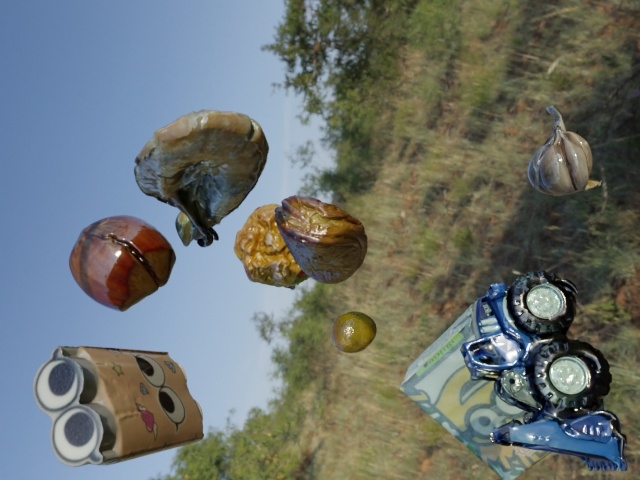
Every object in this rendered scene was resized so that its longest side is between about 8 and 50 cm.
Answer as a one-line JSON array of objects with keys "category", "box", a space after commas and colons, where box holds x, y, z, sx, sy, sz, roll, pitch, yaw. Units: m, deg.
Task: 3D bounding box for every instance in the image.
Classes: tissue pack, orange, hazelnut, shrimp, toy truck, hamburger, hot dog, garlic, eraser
[{"category": "tissue pack", "box": [0.359, 0.319, 1.227, 0.228, 0.311, 0.128, -50, -4, 23]}, {"category": "orange", "box": [0.068, 0.183, 1.179, 0.085, 0.095, 0.085, 163, 90, -74]}, {"category": "hazelnut", "box": [-0.446, 0.041, 1.315, 0.212, 0.181, 0.181, -50, -54, -29]}, {"category": "shrimp", "box": [-0.221, -0.092, 1.067, 0.445, 0.221, 0.110, 121, 136, -62]}, {"category": "toy truck", "box": [0.226, 0.147, 0.621, 0.113, 0.126, 0.208, 74, 179, -67]}, {"category": "hamburger", "box": [-0.116, 0.011, 1.507, 0.149, 0.237, 0.237, 12, -88, -68]}, {"category": "hot dog", "box": [0.000, 0.000, 1.242, 0.122, 0.196, 0.272, -65, -20, -15]}, {"category": "garlic", "box": [0.495, -0.181, 1.203, 0.131, 0.127, 0.194, 4, 107, 57]}, {"category": "eraser", "box": [-0.292, 0.251, 0.895, 0.087, 0.171, 0.290, -33, -19, 6]}]
